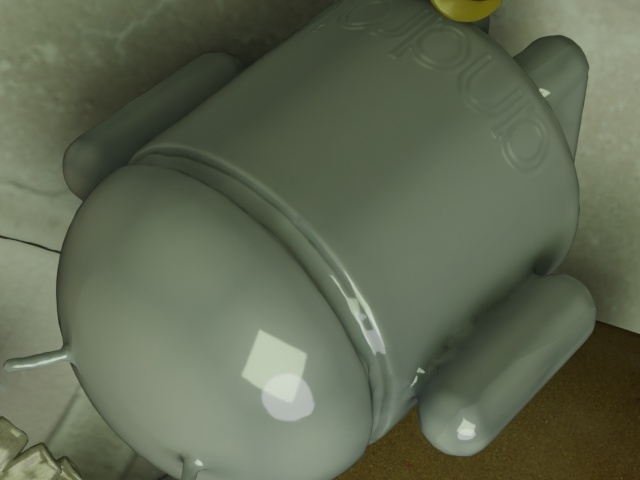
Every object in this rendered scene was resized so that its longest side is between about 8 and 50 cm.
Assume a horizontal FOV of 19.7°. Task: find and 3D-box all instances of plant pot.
[{"bbox_3d":[0.083,0.122,1.148,0.254,0.237,0.237,28,117,4],"label":"plant pot"}]

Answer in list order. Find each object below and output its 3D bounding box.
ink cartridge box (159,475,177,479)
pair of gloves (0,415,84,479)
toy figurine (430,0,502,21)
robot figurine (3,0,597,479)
[{"bbox_3d":[-0.054,0.244,1.229,0.128,0.176,0.127,-29,125,4],"label":"ink cartridge box"},{"bbox_3d":[-0.187,0.231,1.085,0.204,0.042,0.240,-43,109,0],"label":"pair of gloves"},{"bbox_3d":[0.134,-0.230,0.963,0.213,0.148,0.209,-7,126,-13],"label":"toy figurine"},{"bbox_3d":[0.000,0.000,0.999,0.353,0.300,0.199,-42,148,-30],"label":"robot figurine"}]
